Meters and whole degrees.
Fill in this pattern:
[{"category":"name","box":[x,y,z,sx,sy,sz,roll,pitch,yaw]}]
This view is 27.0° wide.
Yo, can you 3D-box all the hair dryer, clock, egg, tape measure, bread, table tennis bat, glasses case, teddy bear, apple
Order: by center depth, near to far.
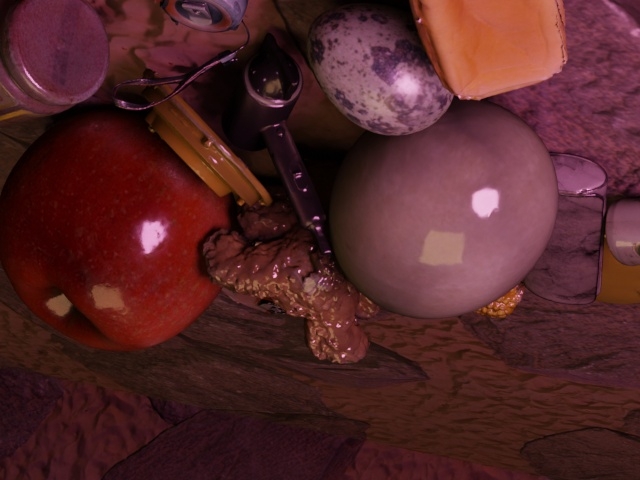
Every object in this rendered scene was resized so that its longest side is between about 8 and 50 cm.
[{"category":"bread","box":[0.154,-0.235,1.247,0.136,0.107,0.241,-13,153,12]},{"category":"egg","box":[0.064,-0.186,1.424,0.172,0.132,0.132,29,157,-10]},{"category":"tape measure","box":[-0.151,-0.218,1.441,0.104,0.180,0.107,25,165,18]},{"category":"egg","box":[0.141,-0.037,1.588,0.258,0.258,0.352,20,161,-15]},{"category":"hair dryer","box":[-0.031,-0.101,1.595,0.078,0.248,0.195,-22,169,-19]},{"category":"clock","box":[-0.155,-0.117,1.691,0.237,0.057,0.237,46,178,2]},{"category":"glasses case","box":[0.319,-0.010,1.769,0.114,0.060,0.299,11,153,16]},{"category":"teddy bear","box":[0.000,0.000,1.795,0.267,0.256,0.156,35,135,-15]},{"category":"apple","box":[-0.286,-0.008,1.870,0.348,0.277,0.348,28,156,14]},{"category":"table tennis bat","box":[0.453,0.053,1.919,0.369,0.054,0.224,20,158,-2]}]

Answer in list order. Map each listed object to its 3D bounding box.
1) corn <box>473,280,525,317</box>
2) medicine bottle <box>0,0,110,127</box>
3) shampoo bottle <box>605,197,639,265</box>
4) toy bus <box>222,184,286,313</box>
[{"category":"corn","box":[0.167,0.053,2.030,0.292,0.101,0.101,8,159,15]},{"category":"medicine bottle","box":[-0.409,-0.212,1.640,0.322,0.151,0.151,-6,152,43]},{"category":"shampoo bottle","box":[0.483,-0.014,1.654,0.234,0.087,0.118,-2,166,37]},{"category":"toy bus","box":[-0.071,0.014,2.048,0.147,0.127,0.302,19,160,-4]}]
